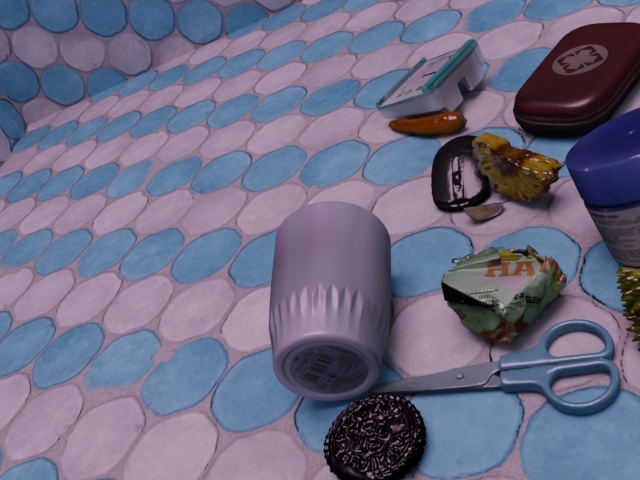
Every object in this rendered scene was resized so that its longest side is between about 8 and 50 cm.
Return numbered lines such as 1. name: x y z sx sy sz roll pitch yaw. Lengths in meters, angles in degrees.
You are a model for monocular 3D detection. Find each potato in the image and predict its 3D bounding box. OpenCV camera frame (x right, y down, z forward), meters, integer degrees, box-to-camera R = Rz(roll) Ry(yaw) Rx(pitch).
1. potato: 0.370 -0.064 1.581 0.093 0.036 0.037 -9 -1 -1

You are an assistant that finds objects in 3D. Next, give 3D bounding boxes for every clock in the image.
1. clock: 0.326 -0.447 2.017 0.262 0.116 0.231 -46 23 -27

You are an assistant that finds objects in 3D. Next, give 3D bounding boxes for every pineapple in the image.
1. pineapple: 0.441 -0.149 1.558 0.080 0.135 0.233 -32 42 -20

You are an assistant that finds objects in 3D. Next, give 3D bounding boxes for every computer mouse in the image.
1. computer mouse: 0.343 -0.184 1.704 0.138 0.086 0.269 -12 39 25

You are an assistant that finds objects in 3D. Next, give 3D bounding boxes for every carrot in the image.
1. carrot: 0.288 -0.323 1.949 0.271 0.062 0.066 1 76 41

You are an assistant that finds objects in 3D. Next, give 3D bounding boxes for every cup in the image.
1. cup: 0.020 0.118 1.412 0.254 0.253 0.371 -17 40 18

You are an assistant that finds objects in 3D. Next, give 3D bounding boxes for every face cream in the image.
1. face cream: 0.601 -0.101 1.250 0.249 0.225 0.249 -28 16 9

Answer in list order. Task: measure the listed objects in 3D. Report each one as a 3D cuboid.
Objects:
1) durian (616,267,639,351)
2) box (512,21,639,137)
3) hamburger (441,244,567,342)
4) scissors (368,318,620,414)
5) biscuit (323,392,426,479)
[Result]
1. durian: 0.595 0.119 1.083 0.169 0.158 0.352 -25 29 -15
2. box: 0.660 -0.410 1.743 0.263 0.108 0.404 14 54 46
3. hamburger: 0.336 0.087 1.334 0.214 0.125 0.235 -33 25 -32
4. scissors: 0.292 0.242 1.243 0.448 0.029 0.192 -13 37 23
5. biscuit: 0.095 0.352 1.225 0.195 0.053 0.194 -18 36 14
